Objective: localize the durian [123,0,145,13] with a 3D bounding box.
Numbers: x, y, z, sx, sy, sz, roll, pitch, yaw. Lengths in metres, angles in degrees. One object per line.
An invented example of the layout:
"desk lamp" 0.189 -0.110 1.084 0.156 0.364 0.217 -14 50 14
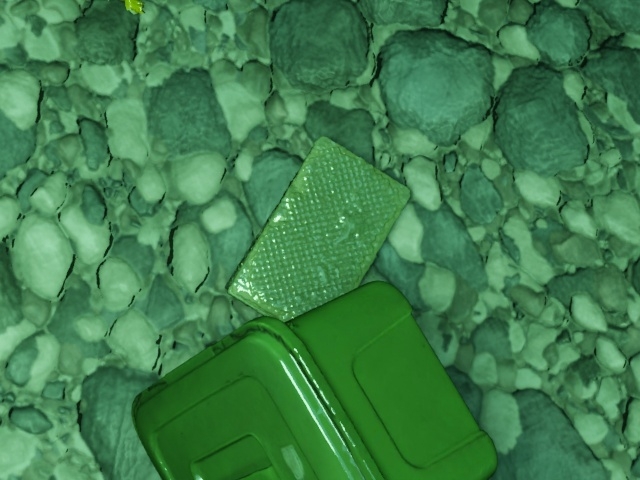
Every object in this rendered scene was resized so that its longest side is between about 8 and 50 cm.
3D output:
"durian" -0.246 -0.320 1.457 0.146 0.102 0.208 -32 91 -24

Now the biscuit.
"biscuit" 0.000 0.000 1.479 0.121 0.040 0.199 32 72 -7

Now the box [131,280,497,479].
"box" -0.005 0.190 1.292 0.178 0.328 0.253 -27 86 -34
